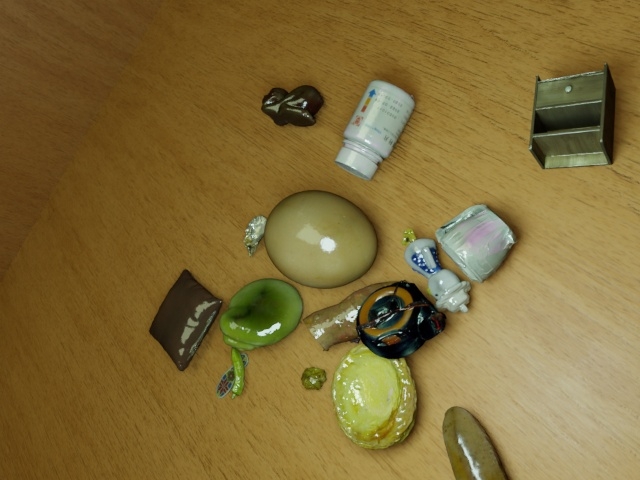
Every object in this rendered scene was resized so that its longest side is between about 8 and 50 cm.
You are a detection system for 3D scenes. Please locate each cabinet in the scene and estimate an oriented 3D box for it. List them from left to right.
[{"bbox_3d":[0.651,-0.316,1.405,0.175,0.148,0.215,1,75,36],"label":"cabinet"}]

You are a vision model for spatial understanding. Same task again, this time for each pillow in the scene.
[{"bbox_3d":[-0.529,0.294,2.098,0.305,0.108,0.308,32,92,43],"label":"pillow"}]

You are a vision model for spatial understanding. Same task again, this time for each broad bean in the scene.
[{"bbox_3d":[-0.200,0.243,1.814,0.291,0.119,0.238,-26,56,-9],"label":"broad bean"}]

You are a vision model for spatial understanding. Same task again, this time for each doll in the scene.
[{"bbox_3d":[0.319,0.090,1.532,0.119,0.138,0.293,-27,58,-12],"label":"doll"}]

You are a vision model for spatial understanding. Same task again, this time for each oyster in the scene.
[{"bbox_3d":[-0.234,-0.026,2.023,0.122,0.045,0.146,-27,54,30],"label":"oyster"}]

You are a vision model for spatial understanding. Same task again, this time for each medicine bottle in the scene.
[{"bbox_3d":[0.169,-0.352,1.755,0.170,0.170,0.293,31,93,39],"label":"medicine bottle"}]

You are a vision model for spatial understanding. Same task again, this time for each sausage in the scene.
[{"bbox_3d":[0.405,0.641,1.292,0.136,0.123,0.501,-49,47,51],"label":"sausage"}]

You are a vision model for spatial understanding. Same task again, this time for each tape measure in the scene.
[{"bbox_3d":[0.205,0.214,1.483,0.223,0.135,0.202,-33,37,0],"label":"tape measure"}]

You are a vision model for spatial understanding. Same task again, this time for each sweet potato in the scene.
[{"bbox_3d":[0.117,0.217,1.630,0.337,0.131,0.131,-28,60,10],"label":"sweet potato"}]

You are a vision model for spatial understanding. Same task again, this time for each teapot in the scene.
[{"bbox_3d":[0.433,0.002,1.485,0.178,0.221,0.163,-42,94,7],"label":"teapot"}]

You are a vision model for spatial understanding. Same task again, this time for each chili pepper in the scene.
[{"bbox_3d":[-0.289,0.447,1.909,0.049,0.043,0.208,-38,49,50],"label":"chili pepper"}]

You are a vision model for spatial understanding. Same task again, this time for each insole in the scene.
[{"bbox_3d":[-0.316,0.483,1.943,0.193,0.006,0.065,-54,53,10],"label":"insole"}]

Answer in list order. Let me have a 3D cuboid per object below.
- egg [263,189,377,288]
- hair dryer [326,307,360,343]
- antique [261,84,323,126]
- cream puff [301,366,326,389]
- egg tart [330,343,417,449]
[{"bbox_3d":[0.000,0.000,1.683,0.374,0.301,0.301,24,90,32],"label":"egg"},{"bbox_3d":[0.059,0.287,1.715,0.154,0.054,0.106,24,85,29],"label":"hair dryer"},{"bbox_3d":[-0.110,-0.515,2.048,0.257,0.121,0.143,9,74,37],"label":"antique"},{"bbox_3d":[-0.026,0.433,1.712,0.083,0.058,0.083,40,98,39],"label":"cream puff"},{"bbox_3d":[0.162,0.436,1.537,0.294,0.123,0.294,-15,66,35],"label":"egg tart"}]
